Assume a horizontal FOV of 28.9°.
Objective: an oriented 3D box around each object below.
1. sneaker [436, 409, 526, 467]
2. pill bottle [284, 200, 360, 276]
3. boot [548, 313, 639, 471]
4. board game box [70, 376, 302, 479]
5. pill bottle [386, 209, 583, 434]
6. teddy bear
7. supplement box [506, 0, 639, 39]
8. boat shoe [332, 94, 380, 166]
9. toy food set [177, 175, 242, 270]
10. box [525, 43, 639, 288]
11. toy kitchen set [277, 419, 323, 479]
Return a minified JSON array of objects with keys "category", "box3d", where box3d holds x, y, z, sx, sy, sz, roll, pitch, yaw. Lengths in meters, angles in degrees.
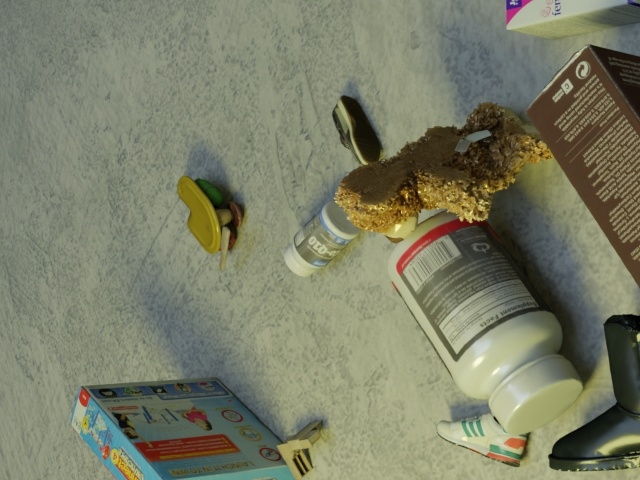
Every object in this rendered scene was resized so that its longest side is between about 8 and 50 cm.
[{"category":"sneaker","box3d":[0.251,0.290,1.904,0.161,0.057,0.075,15,83,48]},{"category":"pill bottle","box3d":[0.000,0.000,2.164,0.137,0.078,0.078,-45,57,37]},{"category":"boot","box3d":[0.412,0.205,1.691,0.247,0.094,0.207,-14,81,39]},{"category":"board game box","box3d":[-0.243,0.367,2.240,0.302,0.308,0.086,38,116,43]},{"category":"pill bottle","box3d":[0.243,0.120,1.822,0.176,0.176,0.318,-53,52,31]},{"category":"teddy bear","box3d":[0.189,-0.094,1.815,0.245,0.338,0.113,23,140,43]},{"category":"supplement box","box3d":[0.379,-0.360,1.750,0.220,0.114,0.111,-5,85,49]},{"category":"boat shoe","box3d":[0.059,-0.179,2.133,0.049,0.056,0.152,-49,45,40]},{"category":"toy food set","box3d":[-0.201,-0.046,2.403,0.218,0.071,0.128,50,146,39]},{"category":"box","box3d":[0.450,-0.063,1.601,0.143,0.191,0.381,-50,53,33]},{"category":"toy kitchen set","box3d":[-0.015,0.368,2.193,0.083,0.068,0.075,-21,101,45]}]
